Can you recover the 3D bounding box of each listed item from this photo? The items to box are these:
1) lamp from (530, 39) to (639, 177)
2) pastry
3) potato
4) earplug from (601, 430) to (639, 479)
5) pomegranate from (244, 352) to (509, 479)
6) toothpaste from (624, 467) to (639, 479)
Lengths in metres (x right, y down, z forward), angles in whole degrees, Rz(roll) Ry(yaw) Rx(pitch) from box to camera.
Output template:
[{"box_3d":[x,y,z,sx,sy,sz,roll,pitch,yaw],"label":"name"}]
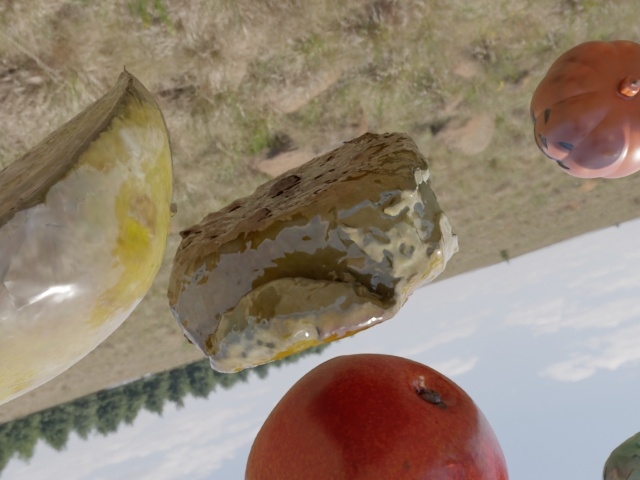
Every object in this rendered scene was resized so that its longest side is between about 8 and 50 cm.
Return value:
[{"box_3d":[0.381,-0.178,0.944,0.187,0.188,0.164,-18,168,-6],"label":"lamp"},{"box_3d":[0.000,0.000,0.493,0.218,0.100,0.229,-16,-165,44],"label":"pastry"},{"box_3d":[-0.148,0.030,0.351,0.261,0.120,0.100,-44,-151,-19],"label":"potato"},{"box_3d":[0.454,0.268,0.788,0.324,0.185,0.185,8,162,-25],"label":"earplug"},{"box_3d":[0.037,0.221,0.594,0.257,0.221,0.221,-53,163,16],"label":"pomegranate"},{"box_3d":[0.299,0.253,0.524,0.057,0.197,0.035,-50,175,-12],"label":"toothpaste"}]
